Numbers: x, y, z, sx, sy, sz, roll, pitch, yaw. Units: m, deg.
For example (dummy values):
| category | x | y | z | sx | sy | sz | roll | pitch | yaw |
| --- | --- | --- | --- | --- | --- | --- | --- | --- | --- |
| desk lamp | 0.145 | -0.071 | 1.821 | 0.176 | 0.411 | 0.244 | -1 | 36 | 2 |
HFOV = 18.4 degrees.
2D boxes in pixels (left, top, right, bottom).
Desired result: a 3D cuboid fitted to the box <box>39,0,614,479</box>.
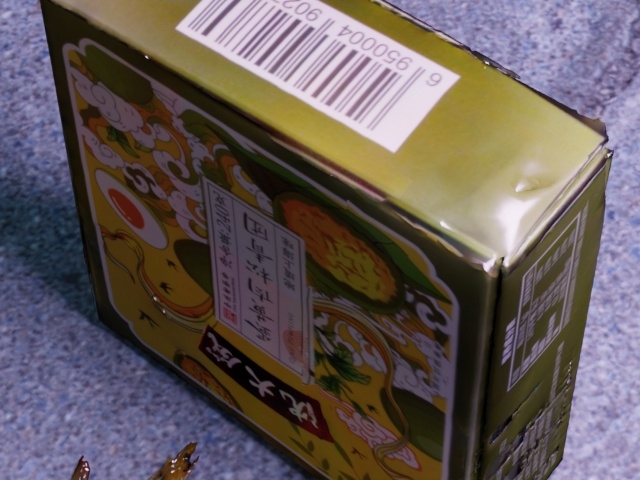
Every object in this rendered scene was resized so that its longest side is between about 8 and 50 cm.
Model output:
| category | x | y | z | sx | sy | sz | roll | pitch | yaw |
| --- | --- | --- | --- | --- | --- | --- | --- | --- | --- |
| box | 0.000 | 0.000 | 1.379 | 0.373 | 0.420 | 0.138 | 32 | 60 | 21 |

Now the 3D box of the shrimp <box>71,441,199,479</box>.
| category | x | y | z | sx | sy | sz | roll | pitch | yaw |
| --- | --- | --- | --- | --- | --- | --- | --- | --- | --- |
| shrimp | -0.147 | 0.182 | 1.498 | 0.083 | 0.023 | 0.114 | 33 | 66 | 24 |
